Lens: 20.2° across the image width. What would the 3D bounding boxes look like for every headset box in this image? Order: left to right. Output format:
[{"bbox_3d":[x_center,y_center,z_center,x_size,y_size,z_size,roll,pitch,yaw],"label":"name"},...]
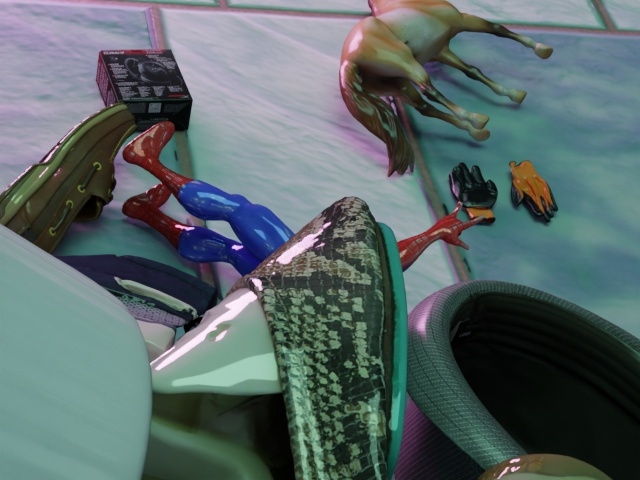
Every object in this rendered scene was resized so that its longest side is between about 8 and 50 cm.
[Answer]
[{"bbox_3d":[-0.144,-0.124,1.451,0.062,0.032,0.083,-3,38,-21],"label":"headset box"}]

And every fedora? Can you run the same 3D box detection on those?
[{"bbox_3d":[0.148,0.147,1.077,0.275,0.124,0.244,37,29,17],"label":"fedora"}]

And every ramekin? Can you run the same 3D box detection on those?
[{"bbox_3d":[-0.207,0.115,0.916,0.135,0.277,0.277,29,27,-31],"label":"ramekin"}]

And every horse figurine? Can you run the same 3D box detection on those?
[{"bbox_3d":[0.084,-0.151,1.527,0.174,0.066,0.263,28,37,11],"label":"horse figurine"}]

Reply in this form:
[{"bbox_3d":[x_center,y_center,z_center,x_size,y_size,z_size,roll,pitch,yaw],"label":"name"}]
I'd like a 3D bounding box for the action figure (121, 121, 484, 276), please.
[{"bbox_3d":[0.000,0.000,1.276,0.139,0.091,0.280,-31,54,-32],"label":"action figure"}]

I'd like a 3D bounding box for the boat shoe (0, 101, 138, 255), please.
[{"bbox_3d":[-0.182,-0.040,1.314,0.060,0.064,0.178,46,41,-6],"label":"boat shoe"}]

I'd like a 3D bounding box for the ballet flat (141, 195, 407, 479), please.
[{"bbox_3d":[-0.025,0.159,0.917,0.182,0.164,0.482,7,50,-18],"label":"ballet flat"}]

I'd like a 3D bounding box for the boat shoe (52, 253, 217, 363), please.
[{"bbox_3d":[-0.225,0.059,1.137,0.341,0.127,0.158,13,16,6],"label":"boat shoe"}]

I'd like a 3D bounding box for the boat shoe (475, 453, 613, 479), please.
[{"bbox_3d":[0.173,0.263,0.856,0.342,0.123,0.123,53,34,-10],"label":"boat shoe"}]

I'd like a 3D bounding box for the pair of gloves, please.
[{"bbox_3d":[0.146,-0.038,1.439,0.083,0.010,0.074,-3,40,-15],"label":"pair of gloves"}]
